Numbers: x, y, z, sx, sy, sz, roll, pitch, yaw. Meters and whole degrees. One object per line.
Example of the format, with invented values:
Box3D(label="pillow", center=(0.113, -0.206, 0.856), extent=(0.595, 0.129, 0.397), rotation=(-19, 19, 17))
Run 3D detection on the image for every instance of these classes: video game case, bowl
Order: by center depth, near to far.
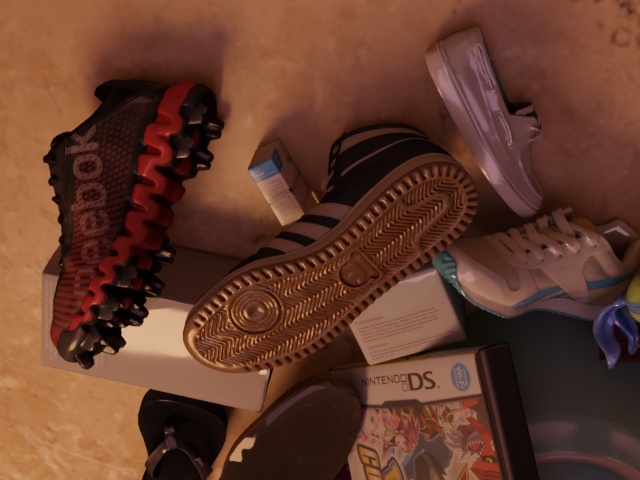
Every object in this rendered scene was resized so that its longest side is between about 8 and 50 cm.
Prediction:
Box3D(label="video game case", center=(0.112, 0.244, 0.846), extent=(0.248, 0.035, 0.274), rotation=(-19, 80, 56))
Box3D(label="bowl", center=(0.238, 0.227, 0.907), extent=(0.312, 0.163, 0.311), rotation=(4, 120, 7))

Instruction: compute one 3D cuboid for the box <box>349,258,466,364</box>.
Box3D(label="box", center=(0.080, 0.048, 0.857), extent=(0.101, 0.102, 0.087), rotation=(-18, 118, 18))

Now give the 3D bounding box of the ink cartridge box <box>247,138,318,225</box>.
Box3D(label="ink cartridge box", center=(-0.034, -0.049, 0.847), extent=(0.028, 0.048, 0.083), rotation=(-23, 114, 20))

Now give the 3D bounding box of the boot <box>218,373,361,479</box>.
Box3D(label="boot", center=(-0.056, 0.235, 0.974), extent=(0.112, 0.115, 0.305), rotation=(26, 120, -13))

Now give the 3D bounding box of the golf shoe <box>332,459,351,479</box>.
Box3D(label="golf shoe", center=(0.088, 0.366, 1.039), extent=(0.306, 0.115, 0.140), rotation=(40, 121, -14))

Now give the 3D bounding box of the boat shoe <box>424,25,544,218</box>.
Box3D(label="boat shoe", center=(0.161, -0.104, 0.786), extent=(0.063, 0.066, 0.184), rotation=(-26, 104, 22))

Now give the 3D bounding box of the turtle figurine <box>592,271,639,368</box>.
Box3D(label="turtle figurine", center=(0.406, 0.106, 0.764), extent=(0.275, 0.197, 0.266), rotation=(-33, 118, 15))

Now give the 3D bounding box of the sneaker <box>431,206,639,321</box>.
Box3D(label="sneaker", center=(0.195, 0.014, 0.798), extent=(0.229, 0.087, 0.092), rotation=(4, 124, -37))

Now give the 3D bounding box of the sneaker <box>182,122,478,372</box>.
Box3D(label="sneaker", center=(0.000, 0.000, 0.796), extent=(0.282, 0.153, 0.099), rotation=(-34, 117, 10))

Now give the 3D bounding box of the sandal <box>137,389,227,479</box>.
Box3D(label="sandal", center=(-0.158, 0.249, 1.002), extent=(0.097, 0.054, 0.254), rotation=(7, 135, -4))

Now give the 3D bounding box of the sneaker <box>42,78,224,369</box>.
Box3D(label="sneaker", center=(-0.195, -0.027, 0.806), extent=(0.135, 0.097, 0.276), rotation=(19, 84, 10))

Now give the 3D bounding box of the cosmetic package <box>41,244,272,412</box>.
Box3D(label="cosmetic package", center=(-0.157, 0.080, 0.911), extent=(0.238, 0.107, 0.127), rotation=(12, 122, -3))
